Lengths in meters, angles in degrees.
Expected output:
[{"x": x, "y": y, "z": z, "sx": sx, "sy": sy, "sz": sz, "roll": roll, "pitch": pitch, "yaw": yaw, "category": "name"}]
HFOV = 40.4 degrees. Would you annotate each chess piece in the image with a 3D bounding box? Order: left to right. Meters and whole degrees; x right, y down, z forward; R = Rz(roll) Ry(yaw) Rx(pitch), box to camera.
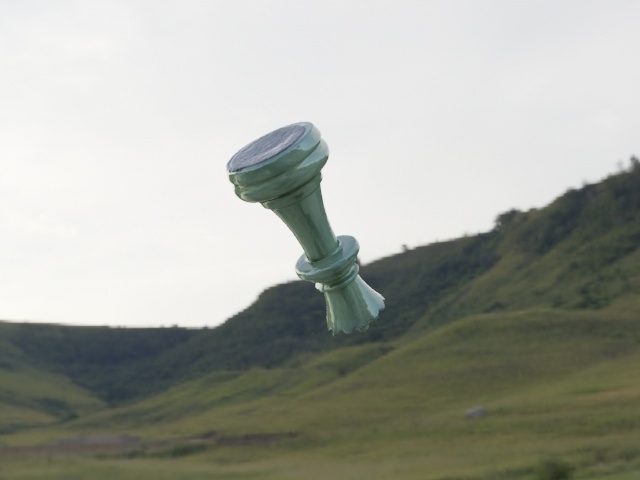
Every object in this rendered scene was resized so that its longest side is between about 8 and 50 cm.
[{"x": 0.000, "y": 0.000, "z": 0.358, "sx": 0.042, "sy": 0.093, "sz": 0.042, "roll": -24, "pitch": 23, "yaw": 11, "category": "chess piece"}]
